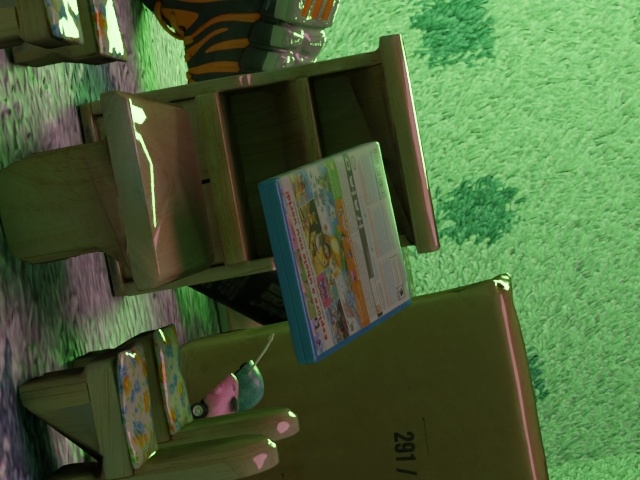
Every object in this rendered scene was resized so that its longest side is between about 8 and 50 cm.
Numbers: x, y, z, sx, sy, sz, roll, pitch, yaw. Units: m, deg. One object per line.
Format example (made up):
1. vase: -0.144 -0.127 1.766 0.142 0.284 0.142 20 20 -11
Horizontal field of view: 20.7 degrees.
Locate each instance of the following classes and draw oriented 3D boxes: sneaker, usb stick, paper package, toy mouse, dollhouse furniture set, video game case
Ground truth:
1. sneaker: -0.105 -0.168 1.713 0.124 0.180 0.321 7 106 -65
2. sneaker: -0.071 0.083 1.858 0.051 0.070 0.134 -79 159 -81
3. usb stick: -0.008 0.066 1.661 0.077 0.278 0.045 -52 -159 26
4. paper package: 0.047 0.216 1.550 0.168 0.309 0.325 7 72 -82
5. toy mouse: -0.077 0.130 1.347 0.031 0.143 0.161 47 4 3
6. dollhouse furniture set: -0.060 -0.045 1.212 0.394 0.256 0.362 -25 104 -85
7. video game case: 0.013 0.004 1.162 0.166 0.015 0.119 -25 105 -63

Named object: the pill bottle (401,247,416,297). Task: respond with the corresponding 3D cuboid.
1. pill bottle: 0.011 0.087 1.987 0.204 0.204 0.361 -4 83 -85
